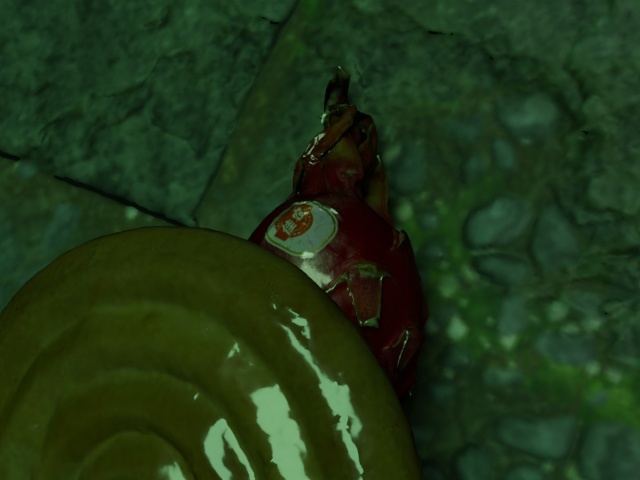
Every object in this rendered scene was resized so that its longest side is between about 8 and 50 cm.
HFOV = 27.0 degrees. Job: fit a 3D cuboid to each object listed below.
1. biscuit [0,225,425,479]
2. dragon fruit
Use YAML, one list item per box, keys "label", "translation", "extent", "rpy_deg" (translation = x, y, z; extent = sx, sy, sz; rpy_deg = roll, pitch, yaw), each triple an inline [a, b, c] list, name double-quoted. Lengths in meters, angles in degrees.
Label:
- label: "biscuit"
  translation: [-0.072, 0.123, 0.564]
  extent: [0.262, 0.037, 0.262]
  rpy_deg: [-1, 89, 31]
- label: "dragon fruit"
  translation: [0.000, 0.000, 0.609]
  extent: [0.094, 0.094, 0.191]
  rpy_deg: [-9, 64, 14]
